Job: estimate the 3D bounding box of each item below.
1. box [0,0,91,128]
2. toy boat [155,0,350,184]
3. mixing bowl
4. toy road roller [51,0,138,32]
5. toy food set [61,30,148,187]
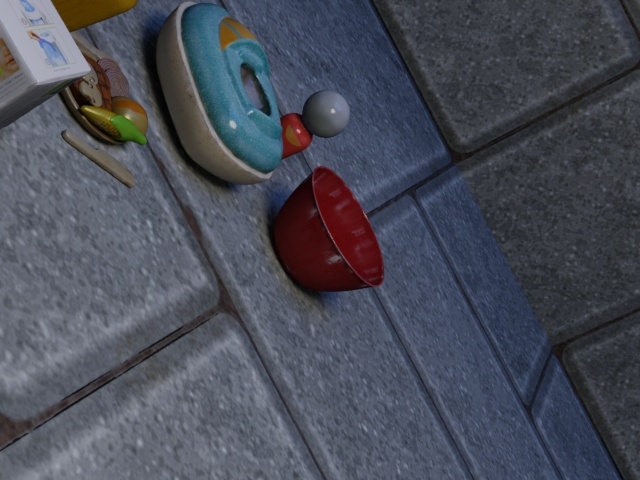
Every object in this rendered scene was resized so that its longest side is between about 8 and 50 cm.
[{"bbox_3d":[-0.317,-0.207,1.057,0.203,0.114,0.103,61,21,-4],"label":"box"},{"bbox_3d":[-0.085,-0.189,1.574,0.318,0.148,0.267,26,41,-59],"label":"toy boat"},{"bbox_3d":[0.000,0.000,1.615,0.181,0.098,0.181,50,24,-32],"label":"mixing bowl"},{"bbox_3d":[-0.284,-0.361,1.241,0.329,0.202,0.241,-80,151,-53],"label":"toy road roller"},{"bbox_3d":[-0.239,-0.164,1.314,0.132,0.038,0.192,38,31,-50],"label":"toy food set"}]
